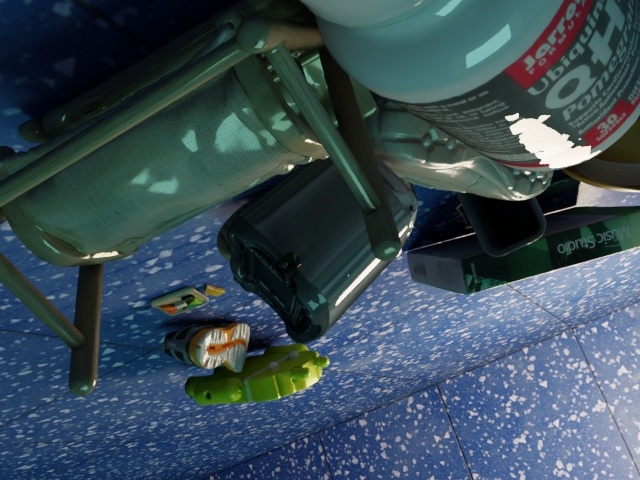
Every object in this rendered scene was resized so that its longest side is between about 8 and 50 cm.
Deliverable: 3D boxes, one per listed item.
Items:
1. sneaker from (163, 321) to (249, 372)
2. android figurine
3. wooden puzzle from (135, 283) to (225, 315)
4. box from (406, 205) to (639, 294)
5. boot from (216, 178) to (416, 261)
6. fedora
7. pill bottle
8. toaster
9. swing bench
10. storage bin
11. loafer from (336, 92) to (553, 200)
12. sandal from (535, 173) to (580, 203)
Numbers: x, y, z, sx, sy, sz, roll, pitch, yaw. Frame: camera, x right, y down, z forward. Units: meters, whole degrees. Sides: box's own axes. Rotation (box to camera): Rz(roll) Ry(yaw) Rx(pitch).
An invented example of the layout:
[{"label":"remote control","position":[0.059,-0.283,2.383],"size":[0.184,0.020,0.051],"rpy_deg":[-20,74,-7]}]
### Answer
[{"label":"sneaker","position":[-0.181,0.172,1.195],"size":[0.083,0.084,0.215],"rpy_deg":[4,169,19]},{"label":"android figurine","position":[-0.112,0.246,1.318],"size":[0.272,0.056,0.248],"rpy_deg":[-13,-178,35]},{"label":"wooden puzzle","position":[-0.204,0.091,1.052],"size":[0.116,0.014,0.078],"rpy_deg":[-22,158,10]},{"label":"box","position":[0.319,0.008,1.097],"size":[0.322,0.058,0.232],"rpy_deg":[-16,-175,-10]},{"label":"boot","position":[0.005,0.002,0.906],"size":[0.248,0.090,0.207],"rpy_deg":[-21,156,-5]},{"label":"fedora","position":[0.385,-0.126,0.882],"size":[0.194,0.194,0.079],"rpy_deg":[-13,120,-15]},{"label":"pill bottle","position":[0.105,-0.163,0.486],"size":[0.176,0.176,0.318],"rpy_deg":[-32,155,29]},{"label":"toaster","position":[0.000,0.000,0.684],"size":[0.146,0.129,0.227],"rpy_deg":[-44,170,-16]},{"label":"swing bench","position":[-0.097,-0.064,0.529],"size":[0.253,0.255,0.165],"rpy_deg":[-26,118,15]},{"label":"storage bin","position":[0.234,-0.048,0.935],"size":[0.098,0.135,0.091],"rpy_deg":[-29,166,23]},{"label":"loafer","position":[0.145,-0.107,0.769],"size":[0.319,0.112,0.111],"rpy_deg":[9,-177,-44]},{"label":"sandal","position":[0.300,-0.074,1.050],"size":[0.067,0.040,0.179],"rpy_deg":[1,166,-29]}]
